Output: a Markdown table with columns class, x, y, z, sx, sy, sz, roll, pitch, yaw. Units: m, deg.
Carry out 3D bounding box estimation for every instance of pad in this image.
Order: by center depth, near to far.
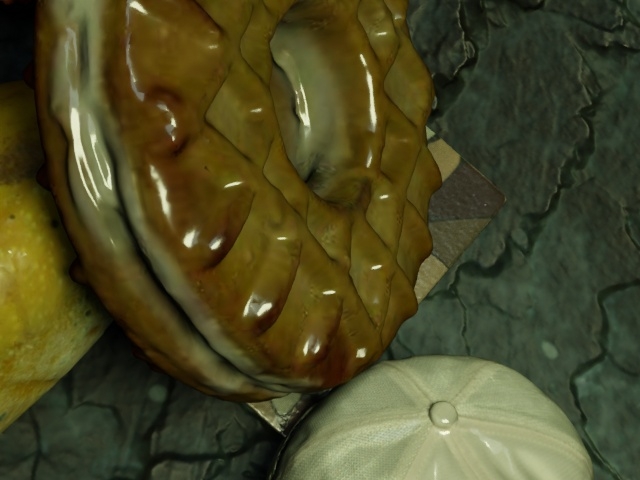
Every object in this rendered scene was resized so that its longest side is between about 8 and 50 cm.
| class | x | y | z | sx | sy | sz | roll | pitch | yaw |
| --- | --- | --- | --- | --- | --- | --- | --- | --- | --- |
| pad | 0.000 | 0.000 | 0.834 | 0.158 | 0.003 | 0.235 | 42 | 72 | 3 |

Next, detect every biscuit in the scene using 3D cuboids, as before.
| class | x | y | z | sx | sy | sz | roll | pitch | yaw |
| --- | --- | --- | --- | --- | --- | --- | --- | --- | --- |
| biscuit | -0.032 | -0.070 | 0.700 | 0.103 | 0.332 | 0.332 | -8 | 72 | 30 |

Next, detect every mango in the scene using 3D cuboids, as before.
| class | x | y | z | sx | sy | sz | roll | pitch | yaw |
| --- | --- | --- | --- | --- | --- | --- | --- | --- | --- |
| mango | -0.223 | 0.046 | 0.676 | 0.175 | 0.176 | 0.329 | 27 | 58 | 31 |

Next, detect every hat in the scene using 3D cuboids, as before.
| class | x | y | z | sx | sy | sz | roll | pitch | yaw |
| --- | --- | --- | --- | --- | --- | --- | --- | --- | --- |
| hat | 0.084 | 0.199 | 0.718 | 0.232 | 0.161 | 0.275 | -19 | 82 | -11 |

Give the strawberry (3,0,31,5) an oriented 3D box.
| class | x | y | z | sx | sy | sz | roll | pitch | yaw |
| --- | --- | --- | --- | --- | --- | --- | --- | --- | --- |
| strawberry | -0.197 | -0.250 | 0.737 | 0.343 | 0.292 | 0.292 | 20 | 66 | -48 |
